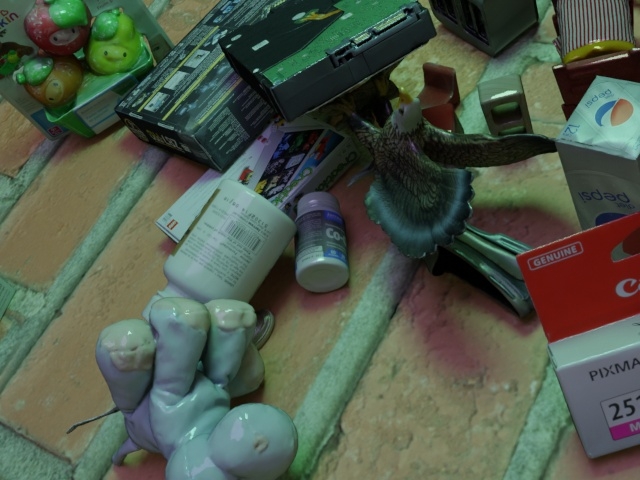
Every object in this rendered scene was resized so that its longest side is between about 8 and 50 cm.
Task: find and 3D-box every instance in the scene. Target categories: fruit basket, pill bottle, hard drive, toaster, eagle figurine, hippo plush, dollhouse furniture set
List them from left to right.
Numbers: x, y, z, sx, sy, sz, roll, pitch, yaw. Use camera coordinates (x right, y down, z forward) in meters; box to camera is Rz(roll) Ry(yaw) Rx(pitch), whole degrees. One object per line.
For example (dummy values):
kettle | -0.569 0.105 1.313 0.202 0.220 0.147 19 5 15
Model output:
fruit basket | -0.461 -0.352 1.524 0.327 0.353 0.165 -32 62 1
hippo plush | -0.164 0.227 1.013 0.294 0.234 0.236 -37 47 -3
pill bottle | -0.147 0.039 1.165 0.131 0.131 0.229 29 82 39
hard drive | -0.005 -0.292 1.193 0.236 0.064 0.339 -32 29 -5
pill bottle | 0.000 0.000 1.205 0.078 0.078 0.137 -16 51 15
eagle figurine | 0.137 -0.114 1.062 0.298 0.225 0.226 41 109 25
toaster | 0.257 -0.408 1.329 0.110 0.186 0.168 -41 56 -3
dollhouse furniture set | 0.276 -0.247 1.201 0.373 0.152 0.201 -10 52 20

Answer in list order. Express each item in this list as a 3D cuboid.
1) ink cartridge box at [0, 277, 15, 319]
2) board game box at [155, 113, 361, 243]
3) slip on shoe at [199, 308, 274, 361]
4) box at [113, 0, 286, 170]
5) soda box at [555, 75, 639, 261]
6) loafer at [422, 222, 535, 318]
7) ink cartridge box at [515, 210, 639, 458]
ink cartridge box | -0.635 0.090 1.369 0.086 0.208 0.153 1 57 27
board game box | -0.104 -0.084 1.337 0.305 0.053 0.193 -46 48 -11
slip on shoe | -0.125 0.145 1.184 0.135 0.041 0.051 -38 48 -4
box | -0.153 -0.322 1.481 0.395 0.097 0.318 -50 37 -15
soda box | 0.351 -0.047 0.923 0.091 0.286 0.098 21 68 38
loafer | 0.179 0.019 1.095 0.267 0.096 0.084 23 74 35
ink cartridge box | 0.372 0.082 0.854 0.275 0.239 0.060 -21 22 12
